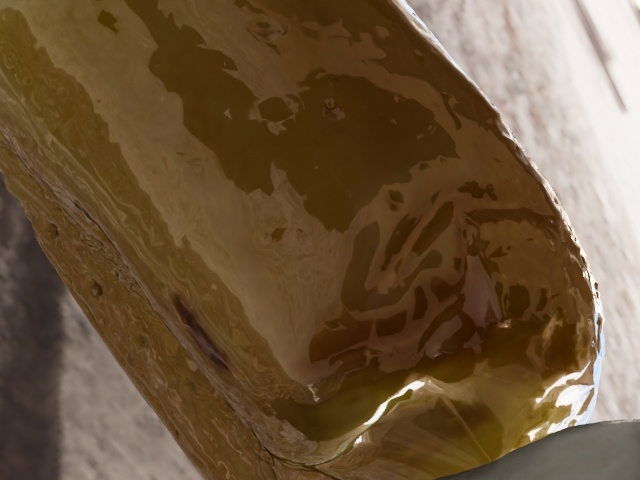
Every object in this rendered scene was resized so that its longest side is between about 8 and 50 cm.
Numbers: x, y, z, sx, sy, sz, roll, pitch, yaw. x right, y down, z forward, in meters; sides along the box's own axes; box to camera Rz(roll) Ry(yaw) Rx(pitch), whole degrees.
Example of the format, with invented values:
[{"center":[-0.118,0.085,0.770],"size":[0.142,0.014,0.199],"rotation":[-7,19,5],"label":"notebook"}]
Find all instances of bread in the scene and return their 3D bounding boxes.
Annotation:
[{"center":[0.000,0.000,1.122],"size":[0.250,0.361,0.394],"rotation":[-34,-112,-14],"label":"bread"}]

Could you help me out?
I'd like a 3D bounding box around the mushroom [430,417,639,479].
[{"center":[0.084,0.147,0.906],"size":[0.351,0.109,0.097],"rotation":[-12,-116,24],"label":"mushroom"}]
